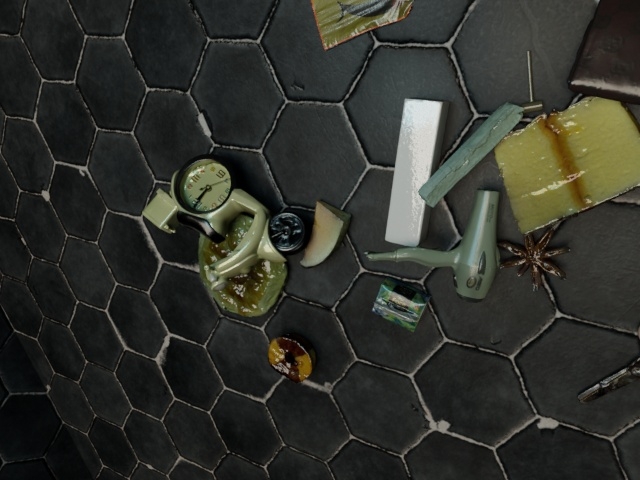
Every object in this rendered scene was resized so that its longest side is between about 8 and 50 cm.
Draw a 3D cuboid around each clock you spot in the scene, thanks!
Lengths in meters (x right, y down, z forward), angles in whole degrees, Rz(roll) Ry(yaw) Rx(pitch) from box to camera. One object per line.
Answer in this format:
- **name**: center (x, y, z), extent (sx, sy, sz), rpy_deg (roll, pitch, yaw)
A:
- **clock**: center (-0.236, -0.038, 1.155), extent (0.379, 0.120, 0.276), rpy_deg (40, 87, 17)

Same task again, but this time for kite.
- **kite**: center (0.071, -0.573, 0.929), extent (0.327, 0.013, 0.377), rpy_deg (39, 122, 11)

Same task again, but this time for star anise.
- **star anise**: center (0.429, 0.029, 0.927), extent (0.141, 0.042, 0.141), rpy_deg (14, 115, 31)

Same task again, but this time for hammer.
- **hammer**: center (0.389, -0.294, 0.859), extent (0.036, 0.019, 0.110), rpy_deg (-3, 100, 28)

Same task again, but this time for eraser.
- **eraser**: center (0.200, -0.140, 0.970), extent (0.076, 0.078, 0.298), rpy_deg (14, 112, 23)

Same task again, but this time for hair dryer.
- **hair dryer**: center (0.252, -0.017, 0.933), extent (0.267, 0.092, 0.229), rpy_deg (23, 102, -3)

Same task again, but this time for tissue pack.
- **tissue pack**: center (0.183, 0.152, 1.074), extent (0.111, 0.079, 0.085), rpy_deg (25, 117, 18)

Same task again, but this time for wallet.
- **wallet**: center (0.544, -0.305, 0.746), extent (0.229, 0.049, 0.181), rpy_deg (21, 100, 19)

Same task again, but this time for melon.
- **melon**: center (0.007, 0.002, 1.133), extent (0.098, 0.054, 0.182), rpy_deg (27, 117, 24)

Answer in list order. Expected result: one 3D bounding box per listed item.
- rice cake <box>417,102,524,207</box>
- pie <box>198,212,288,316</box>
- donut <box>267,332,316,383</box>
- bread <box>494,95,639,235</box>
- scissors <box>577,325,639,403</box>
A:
- **rice cake**: center (0.287, -0.165, 0.893), extent (0.042, 0.045, 0.245), rpy_deg (38, 103, -25)
- **pie**: center (-0.219, 0.069, 1.262), extent (0.307, 0.071, 0.306), rpy_deg (9, 112, 24)
- **donut**: center (-0.076, 0.318, 1.276), extent (0.141, 0.059, 0.140), rpy_deg (9, 110, 25)
- **bread**: center (0.428, -0.143, 0.816), extent (0.240, 0.135, 0.178), rpy_deg (-28, 92, 31)
- **scissors**: center (0.640, 0.241, 0.901), extent (0.160, 0.024, 0.317), rpy_deg (46, 121, 7)
